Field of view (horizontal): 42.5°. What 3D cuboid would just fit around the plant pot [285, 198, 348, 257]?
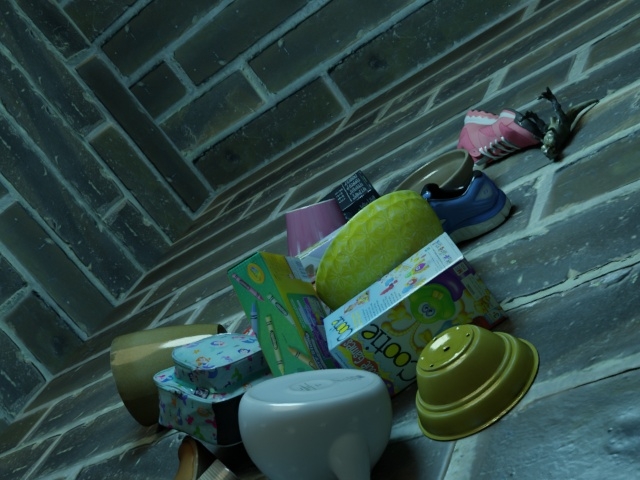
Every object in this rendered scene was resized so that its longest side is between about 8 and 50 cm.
[{"bbox_3d":[0.000,0.000,2.010,0.202,0.180,0.201,-15,2,1],"label":"plant pot"}]

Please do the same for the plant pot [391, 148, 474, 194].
[{"bbox_3d":[0.276,-0.102,1.933,0.237,0.109,0.237,-35,15,11],"label":"plant pot"}]

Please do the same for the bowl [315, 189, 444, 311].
[{"bbox_3d":[0.149,0.063,1.590,0.289,0.289,0.156,-40,57,-7],"label":"bowl"}]

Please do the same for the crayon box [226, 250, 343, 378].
[{"bbox_3d":[-0.048,0.161,1.509,0.081,0.278,0.165,-32,-18,19],"label":"crayon box"}]

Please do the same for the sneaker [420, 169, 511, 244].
[{"bbox_3d":[0.235,-0.047,1.777,0.330,0.147,0.129,-31,15,16],"label":"sneaker"}]

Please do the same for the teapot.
[{"bbox_3d":[-0.005,0.311,1.262,0.253,0.186,0.256,-5,5,21],"label":"teapot"}]

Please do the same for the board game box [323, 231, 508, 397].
[{"bbox_3d":[0.160,0.137,1.440,0.275,0.142,0.144,-36,16,7],"label":"board game box"}]

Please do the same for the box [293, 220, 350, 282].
[{"bbox_3d":[-0.004,0.043,1.860,0.324,0.063,0.067,-33,11,-8],"label":"box"}]

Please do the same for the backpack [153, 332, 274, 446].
[{"bbox_3d":[-0.195,0.284,1.588,0.254,0.190,0.225,-4,8,43],"label":"backpack"}]

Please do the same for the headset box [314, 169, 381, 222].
[{"bbox_3d":[0.049,-0.037,2.220,0.283,0.131,0.246,-37,16,4],"label":"headset box"}]

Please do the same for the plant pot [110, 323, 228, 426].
[{"bbox_3d":[-0.344,0.304,2.024,0.255,0.237,0.237,-21,17,6],"label":"plant pot"}]

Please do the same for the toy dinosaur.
[{"bbox_3d":[0.529,-0.277,1.866,0.268,0.118,0.064,-47,-6,-34],"label":"toy dinosaur"}]

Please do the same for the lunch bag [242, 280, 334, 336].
[{"bbox_3d":[-0.084,0.215,1.840,0.293,0.120,0.258,-43,12,-28],"label":"lunch bag"}]

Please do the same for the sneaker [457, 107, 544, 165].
[{"bbox_3d":[0.439,-0.241,2.030,0.136,0.116,0.314,-63,20,-2],"label":"sneaker"}]

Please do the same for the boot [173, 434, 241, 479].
[{"bbox_3d":[-0.262,0.487,1.507,0.220,0.109,0.283,-47,24,-16],"label":"boot"}]

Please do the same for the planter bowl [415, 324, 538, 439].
[{"bbox_3d":[0.214,0.194,1.254,0.217,0.090,0.217,-36,15,11],"label":"planter bowl"}]
